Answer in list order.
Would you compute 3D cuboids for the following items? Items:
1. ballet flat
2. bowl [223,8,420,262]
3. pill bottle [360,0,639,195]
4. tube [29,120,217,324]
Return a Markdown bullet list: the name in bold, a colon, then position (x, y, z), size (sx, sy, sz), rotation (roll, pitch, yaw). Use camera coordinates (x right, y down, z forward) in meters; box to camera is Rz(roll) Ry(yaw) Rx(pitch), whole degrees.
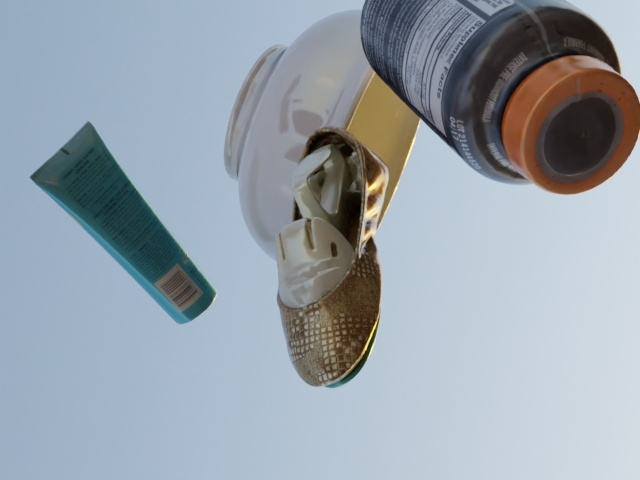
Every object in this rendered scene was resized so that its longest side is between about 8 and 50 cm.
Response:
- **ballet flat**: position (0.000, 0.000, 0.694), size (0.067, 0.073, 0.206), rotation (51, -155, -29)
- **bowl**: position (-0.003, -0.102, 1.097), size (0.298, 0.134, 0.298), rotation (21, -90, -76)
- **pill bottle**: position (0.128, -0.122, 0.808), size (0.130, 0.245, 0.130), rotation (-9, -58, -16)
- **tube**: position (-0.179, -0.009, 1.069), size (0.207, 0.052, 0.080), rotation (52, -126, -24)
